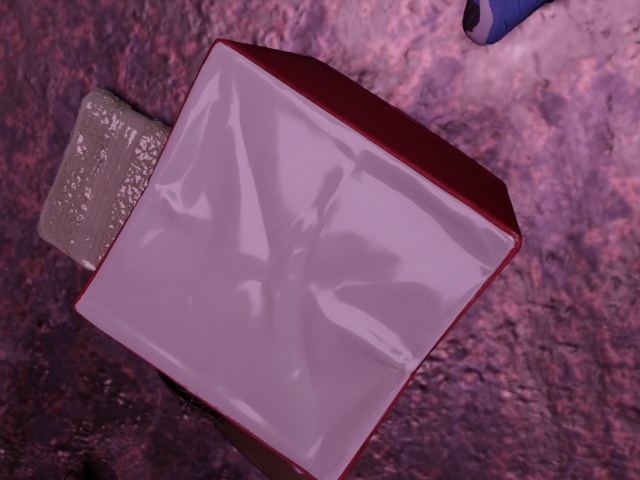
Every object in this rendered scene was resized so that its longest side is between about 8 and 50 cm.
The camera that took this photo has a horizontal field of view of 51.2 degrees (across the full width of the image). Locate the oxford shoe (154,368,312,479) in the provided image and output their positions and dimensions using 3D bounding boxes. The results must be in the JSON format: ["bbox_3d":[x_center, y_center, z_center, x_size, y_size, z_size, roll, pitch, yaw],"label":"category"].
[{"bbox_3d":[-0.078,0.121,0.535,0.083,0.096,0.227,-38,94,16],"label":"oxford shoe"}]

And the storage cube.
[{"bbox_3d":[0.000,0.000,0.439,0.215,0.193,0.183,35,108,4],"label":"storage cube"}]

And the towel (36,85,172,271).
[{"bbox_3d":[-0.171,-0.040,0.554,0.110,0.027,0.148,29,107,4],"label":"towel"}]

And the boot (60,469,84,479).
[{"bbox_3d":[-0.174,0.253,0.616,0.114,0.037,0.106,-8,114,17],"label":"boot"}]

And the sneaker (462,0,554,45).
[{"bbox_3d":[0.180,-0.194,0.412,0.211,0.080,0.081,-41,88,19],"label":"sneaker"}]
